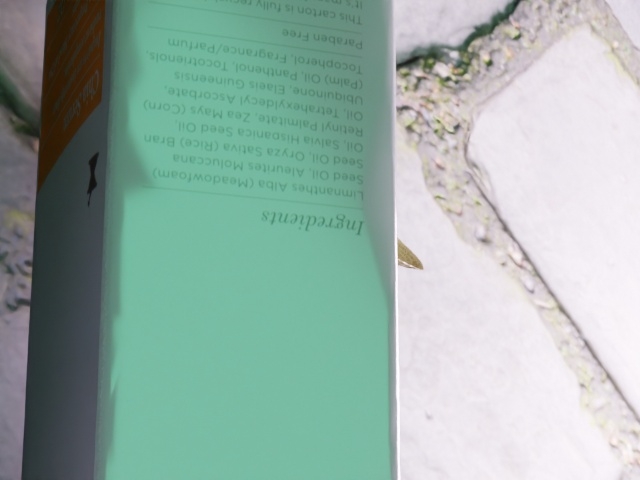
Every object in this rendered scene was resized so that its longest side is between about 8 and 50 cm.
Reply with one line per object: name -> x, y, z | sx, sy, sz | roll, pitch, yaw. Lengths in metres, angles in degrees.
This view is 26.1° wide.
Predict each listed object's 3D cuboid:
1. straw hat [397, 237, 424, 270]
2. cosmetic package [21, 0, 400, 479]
straw hat -> 0.000, 0.000, 0.987 | 0.144, 0.144, 0.061 | 35, 98, -20
cosmetic package -> -0.071, 0.037, 0.788 | 0.162, 0.230, 0.453 | 5, 74, -21
